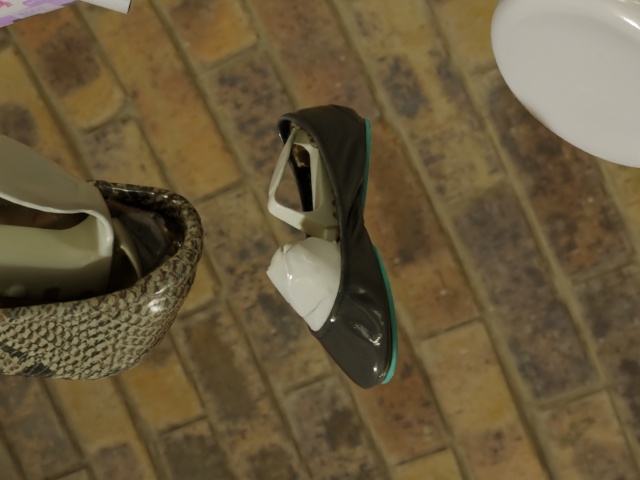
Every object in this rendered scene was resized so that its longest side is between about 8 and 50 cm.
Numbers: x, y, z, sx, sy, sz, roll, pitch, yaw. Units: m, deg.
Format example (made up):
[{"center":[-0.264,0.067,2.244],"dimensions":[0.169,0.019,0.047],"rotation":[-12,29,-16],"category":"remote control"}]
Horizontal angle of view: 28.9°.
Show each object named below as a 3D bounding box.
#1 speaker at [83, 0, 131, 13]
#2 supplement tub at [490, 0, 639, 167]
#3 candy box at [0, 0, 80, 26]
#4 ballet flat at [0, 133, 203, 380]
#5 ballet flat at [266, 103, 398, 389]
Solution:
[{"center":[-0.134,-0.135,0.500],"dimensions":[0.136,0.055,0.055],"rotation":[15,-139,-10],"category":"speaker"},{"center":[0.317,-0.246,1.097],"dimensions":[0.316,0.228,0.228],"rotation":[-55,-53,-21],"category":"supplement tub"},{"center":[-0.264,-0.305,1.126],"dimensions":[0.070,0.165,0.196],"rotation":[21,-111,-48],"category":"candy box"},{"center":[-0.286,-0.009,0.703],"dimensions":[0.483,0.182,0.164],"rotation":[4,-127,-31],"category":"ballet flat"},{"center":[0.000,0.000,1.079],"dimensions":[0.096,0.095,0.280],"rotation":[8,-127,-20],"category":"ballet flat"}]
